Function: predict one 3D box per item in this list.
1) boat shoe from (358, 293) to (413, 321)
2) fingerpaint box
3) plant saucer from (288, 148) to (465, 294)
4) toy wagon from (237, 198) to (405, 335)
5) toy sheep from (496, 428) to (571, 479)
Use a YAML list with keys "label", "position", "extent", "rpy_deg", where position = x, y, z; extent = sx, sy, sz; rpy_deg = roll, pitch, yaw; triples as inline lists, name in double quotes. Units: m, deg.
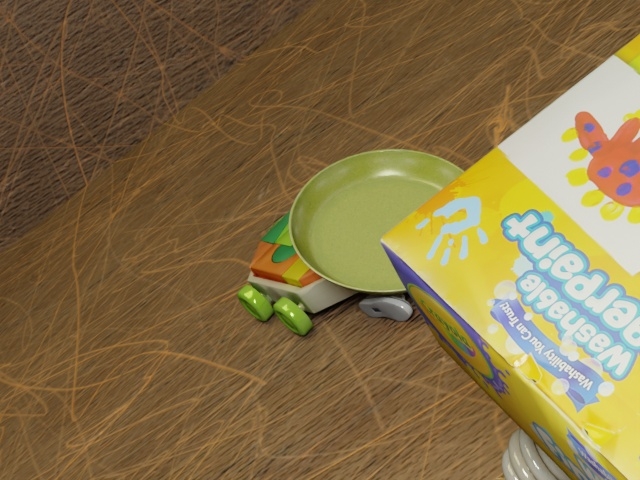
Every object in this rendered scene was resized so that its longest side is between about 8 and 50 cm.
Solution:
- label: "boat shoe"
  position: [0.084, 0.073, 1.631]
  extent: [0.035, 0.035, 0.100]
  rpy_deg: [-50, 18, -20]
- label: "fingerpaint box"
  position: [0.321, 0.045, 0.958]
  extent: [0.371, 0.163, 0.445]
  rpy_deg: [-38, 44, -6]
- label: "plant saucer"
  position: [0.083, -0.017, 1.662]
  extent: [0.241, 0.037, 0.241]
  rpy_deg: [-4, 46, 5]
- label: "toy wagon"
  position: [0.000, 0.000, 1.853]
  extent: [0.267, 0.068, 0.344]
  rpy_deg: [-45, 23, -16]
- label: "toy sheep"
  position: [0.204, 0.184, 1.165]
  extent: [0.132, 0.091, 0.091]
  rpy_deg: [-47, 15, 30]
